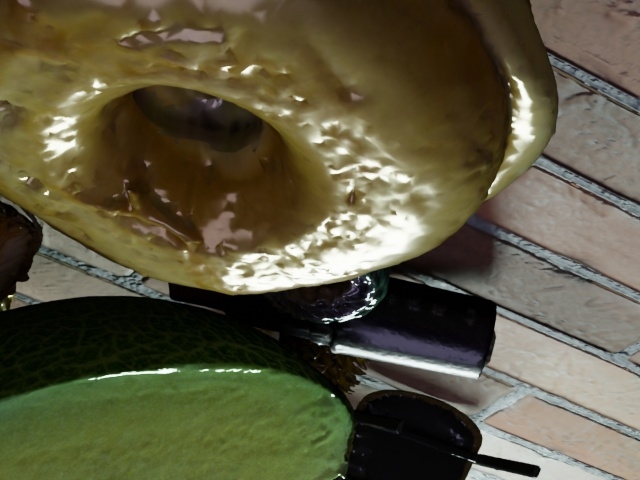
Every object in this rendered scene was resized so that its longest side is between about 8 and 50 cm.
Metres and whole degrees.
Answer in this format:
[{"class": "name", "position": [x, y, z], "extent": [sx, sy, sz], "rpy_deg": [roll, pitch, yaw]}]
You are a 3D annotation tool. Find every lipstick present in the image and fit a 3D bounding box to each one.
[{"class": "lipstick", "position": [0.010, 0.061, 1.258], "extent": [0.300, 0.081, 0.081], "rpy_deg": [11, 146, 4]}]

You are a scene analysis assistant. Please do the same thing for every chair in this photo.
[{"class": "chair", "position": [0.084, 0.243, 1.449], "extent": [0.159, 0.172, 0.247], "rpy_deg": [21, -173, -18]}]

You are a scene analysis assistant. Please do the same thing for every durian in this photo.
[{"class": "durian", "position": [-0.048, 0.150, 1.387], "extent": [0.139, 0.144, 0.252], "rpy_deg": [39, 146, -4]}]

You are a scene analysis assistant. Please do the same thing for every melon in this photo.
[{"class": "melon", "position": [-0.156, 0.144, 1.189], "extent": [0.343, 0.226, 0.331], "rpy_deg": [-14, 171, -23]}]

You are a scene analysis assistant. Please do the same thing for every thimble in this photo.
[{"class": "thimble", "position": [0.002, 0.001, 1.164], "extent": [0.118, 0.090, 0.135], "rpy_deg": [-2, 142, 11]}]

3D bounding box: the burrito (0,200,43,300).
[{"class": "burrito", "position": [-0.320, -0.015, 1.100], "extent": [0.348, 0.107, 0.175], "rpy_deg": [21, 158, 42]}]

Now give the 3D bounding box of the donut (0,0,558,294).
[{"class": "donut", "position": [-0.064, -0.122, 0.889], "extent": [0.449, 0.198, 0.449], "rpy_deg": [7, 151, 4]}]

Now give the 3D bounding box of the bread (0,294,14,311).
[{"class": "bread", "position": [-0.415, 0.073, 1.336], "extent": [0.174, 0.121, 0.245], "rpy_deg": [38, 137, -26]}]
